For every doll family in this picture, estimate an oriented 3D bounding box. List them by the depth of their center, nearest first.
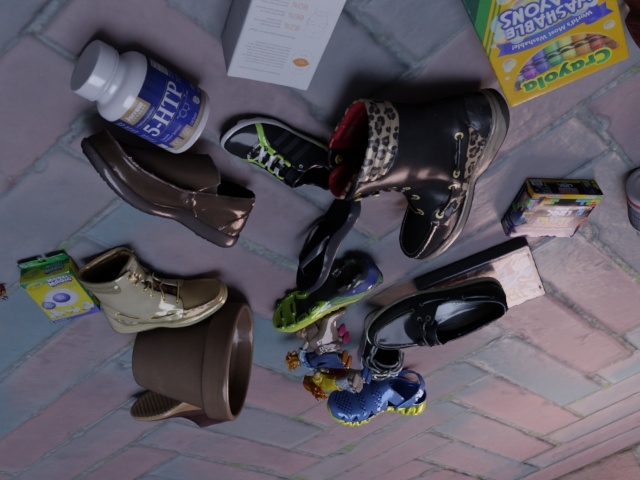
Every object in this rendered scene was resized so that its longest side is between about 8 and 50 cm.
[{"bbox_3d":[0.004,0.307,1.785,0.163,0.118,0.263,-4,131,29],"label":"doll family"}]

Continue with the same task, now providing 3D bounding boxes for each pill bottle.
[{"bbox_3d":[-0.271,-0.218,1.099,0.186,0.112,0.112,25,128,-39],"label":"pill bottle"},{"bbox_3d":[0.723,-0.071,1.584,0.108,0.108,0.180,-22,141,11],"label":"pill bottle"}]

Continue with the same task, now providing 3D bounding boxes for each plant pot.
[{"bbox_3d":[-0.283,0.255,1.620,0.229,0.263,0.263,5,143,7],"label":"plant pot"}]

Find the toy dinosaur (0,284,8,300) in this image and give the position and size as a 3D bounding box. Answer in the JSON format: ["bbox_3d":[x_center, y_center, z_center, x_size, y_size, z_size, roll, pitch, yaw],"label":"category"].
[{"bbox_3d":[-0.670,0.114,1.460,0.090,0.047,0.082,34,105,-32],"label":"toy dinosaur"}]

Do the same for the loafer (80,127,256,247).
[{"bbox_3d":[-0.247,-0.110,1.254,0.130,0.134,0.366,-50,144,7],"label":"loafer"}]

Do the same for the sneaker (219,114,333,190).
[{"bbox_3d":[-0.059,-0.144,1.267,0.234,0.097,0.084,11,136,-28],"label":"sneaker"}]

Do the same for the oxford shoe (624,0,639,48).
[{"bbox_3d":[0.515,-0.422,1.104,0.130,0.123,0.348,-47,136,0],"label":"oxford shoe"}]

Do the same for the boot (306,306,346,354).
[{"bbox_3d":[0.023,0.212,1.689,0.118,0.042,0.087,-24,98,17],"label":"boot"}]

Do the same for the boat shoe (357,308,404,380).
[{"bbox_3d":[0.165,0.301,1.889,0.113,0.105,0.306,-6,142,-9],"label":"boat shoe"}]

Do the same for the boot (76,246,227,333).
[{"bbox_3d":[-0.337,0.091,1.488,0.262,0.095,0.203,-11,141,4],"label":"boot"}]

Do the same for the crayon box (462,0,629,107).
[{"bbox_3d":[0.354,-0.341,1.142,0.203,0.083,0.323,-22,142,19],"label":"crayon box"}]

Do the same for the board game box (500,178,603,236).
[{"bbox_3d":[0.495,-0.068,1.569,0.170,0.048,0.141,0,139,-16],"label":"board game box"}]

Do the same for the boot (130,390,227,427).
[{"bbox_3d":[-0.355,0.459,1.945,0.248,0.090,0.207,-18,140,0],"label":"boot"}]

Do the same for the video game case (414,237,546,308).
[{"bbox_3d":[0.394,0.114,1.778,0.275,0.035,0.248,-23,141,12],"label":"video game case"}]

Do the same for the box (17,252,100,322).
[{"bbox_3d":[-0.527,0.095,1.476,0.105,0.043,0.179,-15,141,1],"label":"box"}]

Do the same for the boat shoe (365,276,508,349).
[{"bbox_3d":[0.273,0.188,1.685,0.340,0.113,0.127,-15,117,0],"label":"boat shoe"}]

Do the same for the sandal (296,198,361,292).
[{"bbox_3d":[0.000,-0.001,1.477,0.054,0.097,0.254,8,127,-27],"label":"sandal"}]

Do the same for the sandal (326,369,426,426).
[{"bbox_3d":[0.168,0.429,2.049,0.317,0.126,0.138,-7,142,-23],"label":"sandal"}]

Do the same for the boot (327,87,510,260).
[{"bbox_3d":[0.146,-0.106,1.309,0.284,0.138,0.377,-5,139,-28],"label":"boot"}]

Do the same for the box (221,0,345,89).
[{"bbox_3d":[-0.057,-0.319,1.051,0.130,0.091,0.170,6,138,-24],"label":"box"}]

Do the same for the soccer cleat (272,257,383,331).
[{"bbox_3d":[0.016,0.136,1.650,0.289,0.093,0.121,-34,145,25],"label":"soccer cleat"}]
